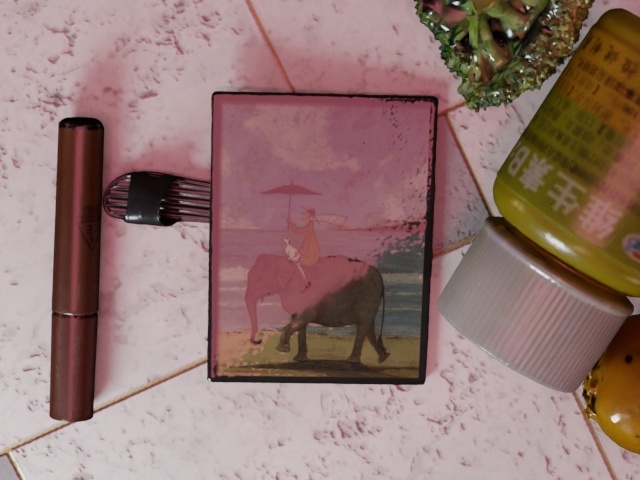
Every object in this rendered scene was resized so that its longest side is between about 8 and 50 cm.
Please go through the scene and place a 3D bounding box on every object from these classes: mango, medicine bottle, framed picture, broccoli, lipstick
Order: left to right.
[{"bbox_3d":[-0.285,0.035,1.950,0.057,0.057,0.356,5,101,2],"label":"lipstick"},{"bbox_3d":[0.000,0.000,1.939,0.265,0.016,0.347,2,100,-4],"label":"framed picture"},{"bbox_3d":[0.196,-0.265,1.813,0.198,0.176,0.226,25,73,24],"label":"broccoli"},{"bbox_3d":[0.304,-0.041,1.826,0.224,0.224,0.384,30,101,-3],"label":"medicine bottle"},{"bbox_3d":[0.440,0.163,1.896,0.287,0.152,0.201,-7,92,2],"label":"mango"}]

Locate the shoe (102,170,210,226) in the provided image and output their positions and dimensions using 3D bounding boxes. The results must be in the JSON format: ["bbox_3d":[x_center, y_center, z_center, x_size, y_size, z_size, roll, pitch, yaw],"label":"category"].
[{"bbox_3d":[-0.174,-0.044,1.934,0.159,0.053,0.062,4,104,-1],"label":"shoe"}]
